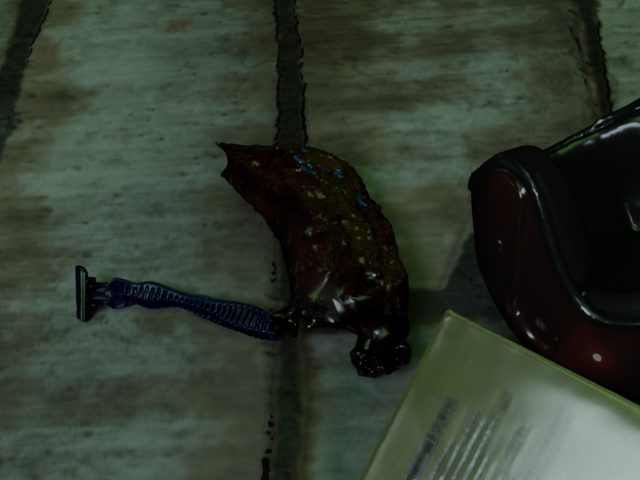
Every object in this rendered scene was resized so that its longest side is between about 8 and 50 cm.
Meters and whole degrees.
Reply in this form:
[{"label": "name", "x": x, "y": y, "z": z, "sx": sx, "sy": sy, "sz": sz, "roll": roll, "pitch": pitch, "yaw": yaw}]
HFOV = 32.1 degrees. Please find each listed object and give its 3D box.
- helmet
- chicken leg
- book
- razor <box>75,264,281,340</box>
[{"label": "helmet", "x": 0.193, "y": -0.001, "z": 0.671, "sx": 0.189, "sy": 0.193, "sz": 0.216, "roll": -26, "pitch": 36, "yaw": -18}, {"label": "chicken leg", "x": 0.000, "y": 0.000, "z": 0.778, "sx": 0.105, "sy": 0.063, "sz": 0.233, "roll": -4, "pitch": 48, "yaw": -21}, {"label": "book", "x": 0.114, "y": 0.153, "z": 0.622, "sx": 0.192, "sy": 0.013, "sz": 0.168, "roll": 27, "pitch": 89, "yaw": 26}, {"label": "razor", "x": -0.097, "y": 0.045, "z": 0.779, "sx": 0.155, "sy": 0.044, "sz": 0.028, "roll": 10, "pitch": 27, "yaw": 12}]
